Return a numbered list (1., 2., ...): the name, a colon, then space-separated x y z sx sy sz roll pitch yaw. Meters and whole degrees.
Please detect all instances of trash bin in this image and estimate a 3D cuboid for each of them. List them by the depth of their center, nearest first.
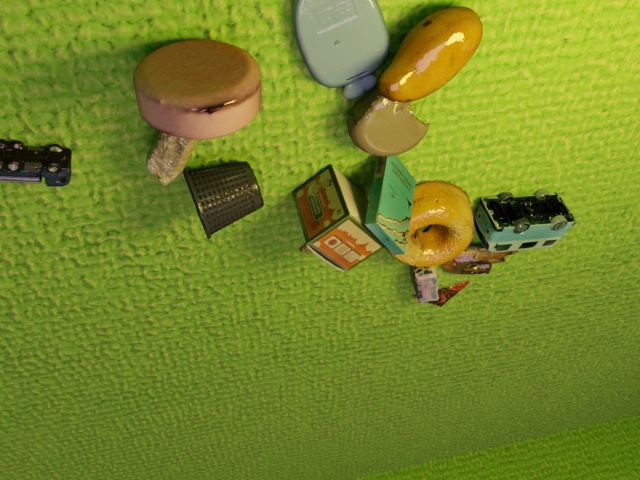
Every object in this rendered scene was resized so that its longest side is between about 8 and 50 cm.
1. trash bin: -0.228 -0.113 1.449 0.161 0.175 0.175 -22 140 -10

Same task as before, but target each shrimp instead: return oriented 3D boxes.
1. shrimp: 0.515 0.072 1.964 0.255 0.059 0.145 -2 140 -16

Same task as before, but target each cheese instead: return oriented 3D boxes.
1. cheese: 0.164 -0.279 1.437 0.203 0.091 0.175 17 128 -34

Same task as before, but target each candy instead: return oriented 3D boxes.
1. candy: -0.232 -0.291 1.165 0.256 0.255 0.094 -7 138 -11
2. candy: 0.332 0.124 1.934 0.073 0.092 0.160 -13 141 4

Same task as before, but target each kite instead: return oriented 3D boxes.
1. kite: 0.423 0.200 2.112 0.222 0.008 0.125 -14 139 -3

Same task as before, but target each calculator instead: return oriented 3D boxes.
1. calculator: 0.049 -0.423 1.275 0.188 0.042 0.302 -23 136 6

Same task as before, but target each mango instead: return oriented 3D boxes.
1. mango: 0.232 -0.398 1.301 0.262 0.109 0.157 -35 147 5

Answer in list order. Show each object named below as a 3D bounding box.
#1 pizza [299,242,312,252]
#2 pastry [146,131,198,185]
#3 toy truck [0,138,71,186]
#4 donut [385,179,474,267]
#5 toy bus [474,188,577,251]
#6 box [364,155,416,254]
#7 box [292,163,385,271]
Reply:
1. pizza: 0.000 0.000 1.739 0.123 0.026 0.108 -9 136 -8
2. pastry: -0.307 -0.223 1.319 0.089 0.121 0.258 40 137 -9
3. toy truck: -0.648 -0.161 1.311 0.202 0.074 0.088 1 141 -19
4. donut: 0.313 -0.032 1.744 0.303 0.110 0.302 -8 138 -8
5. toy bus: 0.592 -0.047 1.802 0.272 0.133 0.164 -4 142 -17
6. box: 0.181 -0.100 1.542 0.042 0.229 0.162 -8 147 34
7. box: 0.044 -0.054 1.564 0.148 0.194 0.177 -35 137 20
